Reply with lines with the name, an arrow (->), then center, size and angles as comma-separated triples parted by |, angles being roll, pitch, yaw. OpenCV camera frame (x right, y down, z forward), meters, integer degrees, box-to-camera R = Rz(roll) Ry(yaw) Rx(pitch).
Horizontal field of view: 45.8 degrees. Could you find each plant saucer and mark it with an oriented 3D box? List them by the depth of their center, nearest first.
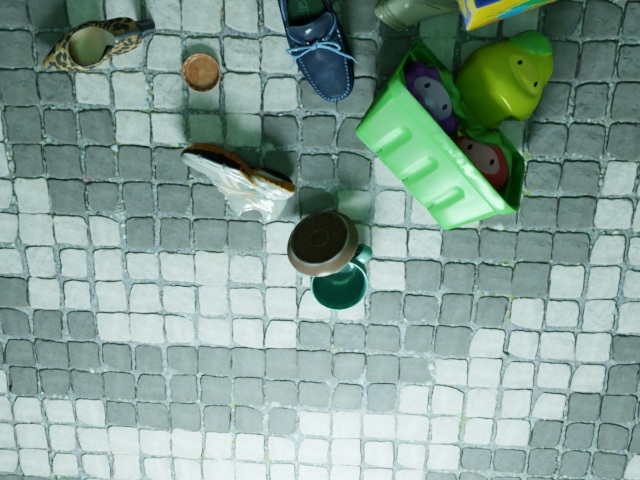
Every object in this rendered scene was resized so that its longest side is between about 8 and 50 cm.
plant saucer -> -0.257, -0.363, 1.638 | 0.083, 0.013, 0.084 | 1, 109, 3
plant saucer -> 0.000, 0.000, 1.682 | 0.168, 0.169, 0.029 | -18, 147, 10

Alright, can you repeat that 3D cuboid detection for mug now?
mug -> 0.054, 0.077, 1.731 | 0.157, 0.097, 0.130 | -17, 114, 6

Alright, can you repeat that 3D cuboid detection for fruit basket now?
fruit basket -> 0.311, -0.257, 1.524 | 0.391, 0.283, 0.392 | 9, 124, 14

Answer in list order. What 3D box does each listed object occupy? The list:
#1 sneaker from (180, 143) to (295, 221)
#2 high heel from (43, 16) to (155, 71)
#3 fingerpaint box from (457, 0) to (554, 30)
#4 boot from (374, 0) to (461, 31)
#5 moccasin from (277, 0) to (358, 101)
sneaker -> -0.196, -0.120, 1.683 | 0.262, 0.099, 0.121 | 24, 114, -4
high heel -> -0.478, -0.398, 1.548 | 0.261, 0.186, 0.093 | -16, 108, 9
fingerpaint box -> 0.369, -0.651, 1.318 | 0.370, 0.163, 0.445 | -17, 91, 5
boot -> 0.230, -0.474, 1.522 | 0.165, 0.213, 0.077 | -17, 80, 47
moccasin -> -0.031, -0.438, 1.540 | 0.137, 0.117, 0.342 | -23, 107, 12
